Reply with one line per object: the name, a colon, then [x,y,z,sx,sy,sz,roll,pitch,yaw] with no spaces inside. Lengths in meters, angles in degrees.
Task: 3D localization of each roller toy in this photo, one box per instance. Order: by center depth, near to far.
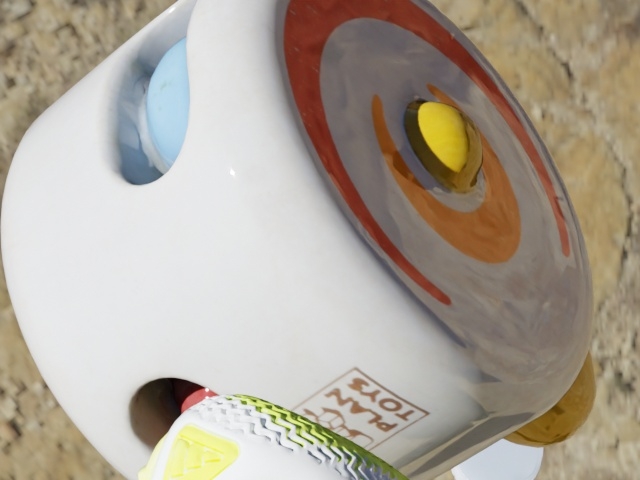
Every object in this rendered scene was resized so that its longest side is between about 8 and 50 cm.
roller toy: [0.000,0.000,0.631,0.146,0.191,0.209,-34,80,32]

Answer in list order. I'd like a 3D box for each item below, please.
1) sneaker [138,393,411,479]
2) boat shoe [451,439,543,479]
sneaker: [0.021,0.139,0.527,0.091,0.240,0.126,19,78,53]
boat shoe: [0.166,0.093,1.604,0.113,0.105,0.306,3,71,-2]
